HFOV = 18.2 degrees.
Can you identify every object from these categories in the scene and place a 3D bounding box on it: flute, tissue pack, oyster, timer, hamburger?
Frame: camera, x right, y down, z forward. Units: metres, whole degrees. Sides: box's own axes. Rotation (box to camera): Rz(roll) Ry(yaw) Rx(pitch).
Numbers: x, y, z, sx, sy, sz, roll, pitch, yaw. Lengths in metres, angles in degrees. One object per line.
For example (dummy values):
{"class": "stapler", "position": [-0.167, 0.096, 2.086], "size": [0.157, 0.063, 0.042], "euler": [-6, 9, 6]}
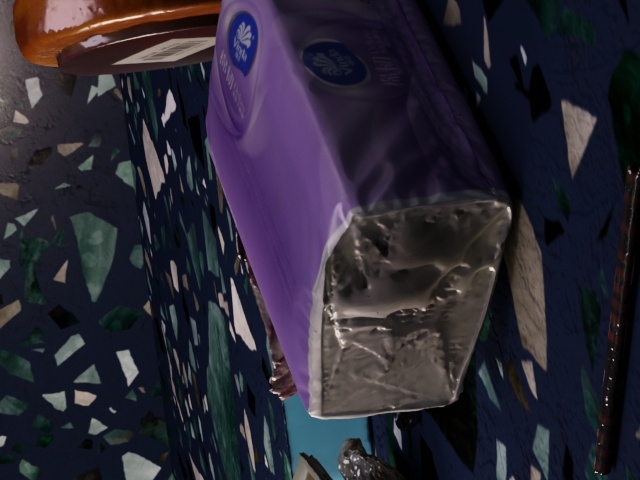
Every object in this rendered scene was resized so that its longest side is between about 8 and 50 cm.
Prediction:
{"class": "flute", "position": [0.053, 0.113, 1.986], "size": [0.233, 0.027, 0.027], "euler": [-117, 19, -56]}
{"class": "tissue pack", "position": [0.020, -0.050, 1.619], "size": [0.338, 0.160, 0.242], "euler": [-111, 22, -43]}
{"class": "oyster", "position": [0.066, 0.278, 1.997], "size": [0.177, 0.064, 0.125], "euler": [-128, 33, -63]}
{"class": "flute", "position": [0.192, 0.057, 1.284], "size": [0.014, 0.014, 0.269], "euler": [-113, 17, -48]}
{"class": "timer", "position": [-0.001, 0.137, 2.225], "size": [0.250, 0.091, 0.231], "euler": [-98, 1, -71]}
{"class": "hamburger", "position": [-0.161, -0.305, 1.933], "size": [0.330, 0.330, 0.250], "euler": [152, 109, -78]}

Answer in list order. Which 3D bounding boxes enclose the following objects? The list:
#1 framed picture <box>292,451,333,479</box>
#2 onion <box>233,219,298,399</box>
{"class": "framed picture", "position": [0.055, 0.344, 1.972], "size": [0.274, 0.017, 0.217], "euler": [51, 159, 14]}
{"class": "onion", "position": [0.000, 0.000, 1.978], "size": [0.247, 0.111, 0.250], "euler": [-70, -30, -59]}
